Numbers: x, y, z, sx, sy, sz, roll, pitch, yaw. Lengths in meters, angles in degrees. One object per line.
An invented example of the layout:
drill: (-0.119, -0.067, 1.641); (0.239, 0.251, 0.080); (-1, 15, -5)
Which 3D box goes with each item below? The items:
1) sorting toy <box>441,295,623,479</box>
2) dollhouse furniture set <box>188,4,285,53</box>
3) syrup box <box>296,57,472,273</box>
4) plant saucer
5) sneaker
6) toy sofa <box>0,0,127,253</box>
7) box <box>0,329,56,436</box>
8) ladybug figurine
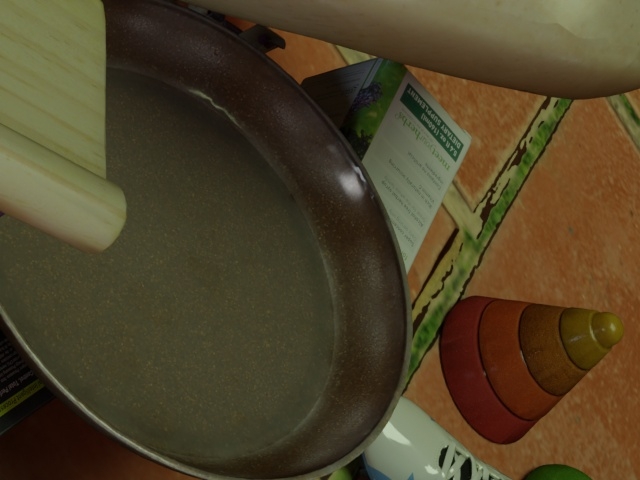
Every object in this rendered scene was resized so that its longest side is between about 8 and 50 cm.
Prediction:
sorting toy: (0.223, 0.196, 1.441); (0.127, 0.126, 0.365); (-21, 88, -54)
dollhouse furniture set: (-0.029, -0.124, 1.325); (0.114, 0.081, 0.091); (31, 50, -39)
syrup box: (0.000, 0.000, 1.241); (0.093, 0.096, 0.237); (45, 56, -29)
plant saucer: (-0.080, 0.002, 1.064); (0.310, 0.050, 0.310); (24, 47, -29)
sneaker: (0.111, 0.186, 1.339); (0.237, 0.086, 0.085); (47, 42, -24)
toy sofa: (-0.252, 0.020, 0.734); (0.150, 0.362, 0.177); (30, 44, -41)
box: (-0.219, 0.005, 1.008); (0.216, 0.060, 0.270); (65, 30, -7)
ladybug figurine: (0.024, -0.204, 1.158); (0.305, 0.449, 0.162); (3, 103, -50)
